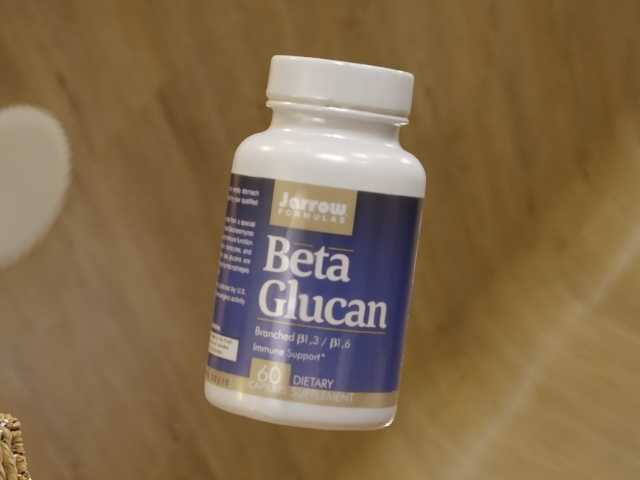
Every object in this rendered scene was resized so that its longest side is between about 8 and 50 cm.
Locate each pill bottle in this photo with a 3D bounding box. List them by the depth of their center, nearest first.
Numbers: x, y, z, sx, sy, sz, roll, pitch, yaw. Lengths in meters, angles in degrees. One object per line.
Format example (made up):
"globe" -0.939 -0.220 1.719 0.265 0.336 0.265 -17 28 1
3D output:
"pill bottle" 0.000 0.000 0.891 0.094 0.094 0.169 2 -84 -61

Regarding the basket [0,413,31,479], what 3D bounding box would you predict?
"basket" -0.399 0.323 1.718 0.223 0.213 0.299 -4 -96 -65
